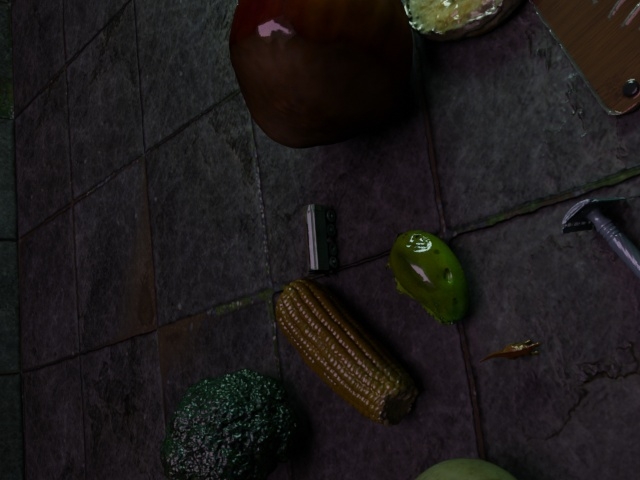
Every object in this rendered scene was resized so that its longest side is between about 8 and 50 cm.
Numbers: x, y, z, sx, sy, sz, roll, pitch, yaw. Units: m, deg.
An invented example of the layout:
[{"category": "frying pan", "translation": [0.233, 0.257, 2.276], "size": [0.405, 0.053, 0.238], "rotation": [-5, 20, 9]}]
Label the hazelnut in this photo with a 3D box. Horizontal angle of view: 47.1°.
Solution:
[{"category": "hazelnut", "translation": [0.004, -0.343, 1.296], "size": [0.366, 0.366, 0.365], "rotation": [-6, 82, 48]}]

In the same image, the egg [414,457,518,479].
[{"category": "egg", "translation": [0.209, 0.463, 1.068], "size": [0.218, 0.218, 0.295], "rotation": [25, 114, 47]}]

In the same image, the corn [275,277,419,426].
[{"category": "corn", "translation": [0.039, 0.200, 1.350], "size": [0.344, 0.131, 0.131], "rotation": [41, 117, 41]}]

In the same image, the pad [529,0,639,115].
[{"category": "pad", "translation": [0.451, -0.360, 1.019], "size": [0.286, 0.018, 0.284], "rotation": [-44, 56, 35]}]

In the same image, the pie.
[{"category": "pie", "translation": [0.241, -0.459, 1.233], "size": [0.274, 0.055, 0.274], "rotation": [-6, 82, 47]}]

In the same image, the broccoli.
[{"category": "broccoli", "translation": [-0.175, 0.407, 1.512], "size": [0.297, 0.298, 0.297], "rotation": [48, 159, 39]}]

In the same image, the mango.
[{"category": "mango", "translation": [0.185, 0.059, 1.222], "size": [0.178, 0.100, 0.119], "rotation": [54, 161, 26]}]

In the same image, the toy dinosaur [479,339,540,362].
[{"category": "toy dinosaur", "translation": [0.296, 0.171, 1.129], "size": [0.113, 0.041, 0.026], "rotation": [-27, 70, 49]}]

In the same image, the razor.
[{"category": "razor", "translation": [0.426, 0.041, 0.969], "size": [0.068, 0.106, 0.232], "rotation": [-50, 62, 34]}]

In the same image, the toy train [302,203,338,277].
[{"category": "toy train", "translation": [0.000, 0.000, 1.450], "size": [0.038, 0.071, 0.147], "rotation": [-15, 75, 46]}]
